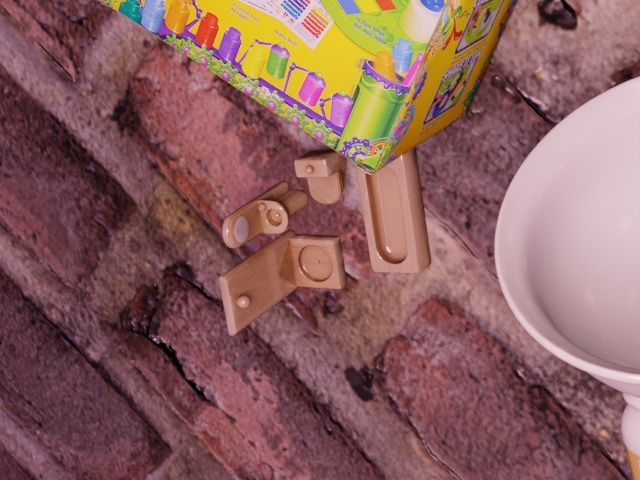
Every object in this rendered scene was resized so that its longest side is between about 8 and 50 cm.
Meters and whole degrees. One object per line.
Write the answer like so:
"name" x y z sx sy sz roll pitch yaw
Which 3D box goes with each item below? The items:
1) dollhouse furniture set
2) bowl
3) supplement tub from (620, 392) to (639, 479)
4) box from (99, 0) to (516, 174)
"dollhouse furniture set" 0.000 0.000 1.441 0.151 0.123 0.144 2 112 31
"bowl" 0.292 0.016 1.209 0.298 0.297 0.134 5 145 30
"supplement tub" 0.327 0.186 1.305 0.144 0.144 0.199 -8 105 34
"box" 0.013 -0.261 1.287 0.290 0.177 0.279 34 124 16
